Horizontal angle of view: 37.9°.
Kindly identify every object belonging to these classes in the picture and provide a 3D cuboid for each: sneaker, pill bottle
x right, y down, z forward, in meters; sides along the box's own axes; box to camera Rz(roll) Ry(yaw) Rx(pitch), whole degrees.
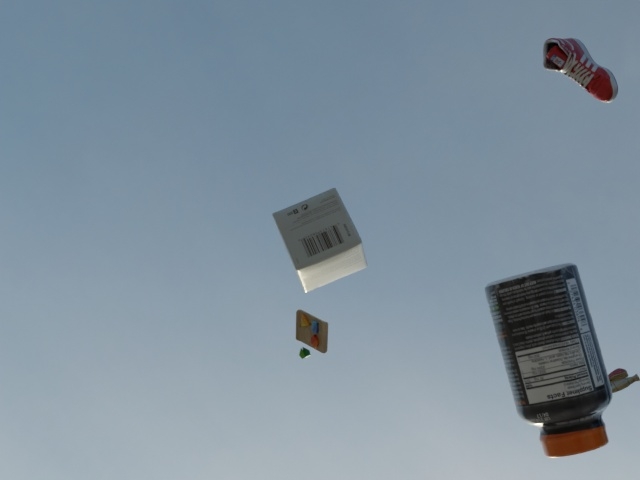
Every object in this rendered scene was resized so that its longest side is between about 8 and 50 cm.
[{"bbox_3d":[0.341,-0.228,1.240,0.118,0.067,0.042,60,-43,32],"label":"sneaker"},{"bbox_3d":[0.313,0.162,1.253,0.130,0.130,0.246,-18,-98,33],"label":"pill bottle"}]

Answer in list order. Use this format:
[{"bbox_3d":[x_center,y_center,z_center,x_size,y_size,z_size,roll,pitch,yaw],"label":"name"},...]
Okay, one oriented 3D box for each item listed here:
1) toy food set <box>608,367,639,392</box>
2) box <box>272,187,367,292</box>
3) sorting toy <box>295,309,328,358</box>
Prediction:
[{"bbox_3d":[0.446,0.233,1.504,0.122,0.078,0.019,-26,-81,1],"label":"toy food set"},{"bbox_3d":[0.000,0.000,1.320,0.101,0.102,0.087,-23,-28,-2],"label":"box"},{"bbox_3d":[-0.016,0.155,1.459,0.062,0.012,0.083,21,-60,35],"label":"sorting toy"}]
